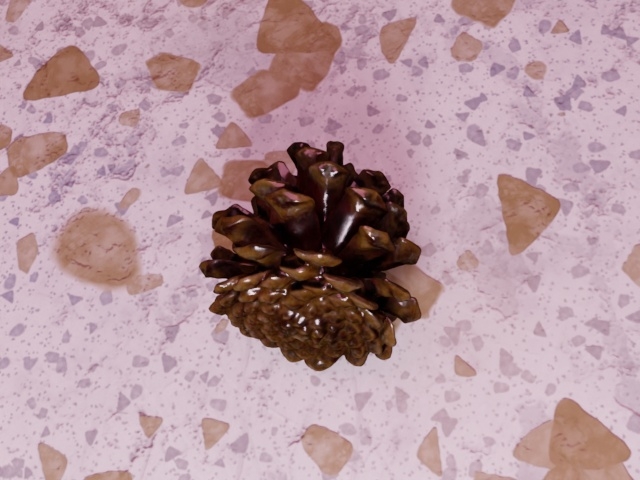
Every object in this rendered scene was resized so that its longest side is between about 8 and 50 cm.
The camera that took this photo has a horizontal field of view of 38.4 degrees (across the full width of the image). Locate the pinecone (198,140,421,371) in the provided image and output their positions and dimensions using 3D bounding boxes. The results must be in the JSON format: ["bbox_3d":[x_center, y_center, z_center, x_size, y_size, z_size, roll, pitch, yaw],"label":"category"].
[{"bbox_3d":[0.000,0.000,1.481,0.384,0.384,0.385,-4,65,9],"label":"pinecone"}]
